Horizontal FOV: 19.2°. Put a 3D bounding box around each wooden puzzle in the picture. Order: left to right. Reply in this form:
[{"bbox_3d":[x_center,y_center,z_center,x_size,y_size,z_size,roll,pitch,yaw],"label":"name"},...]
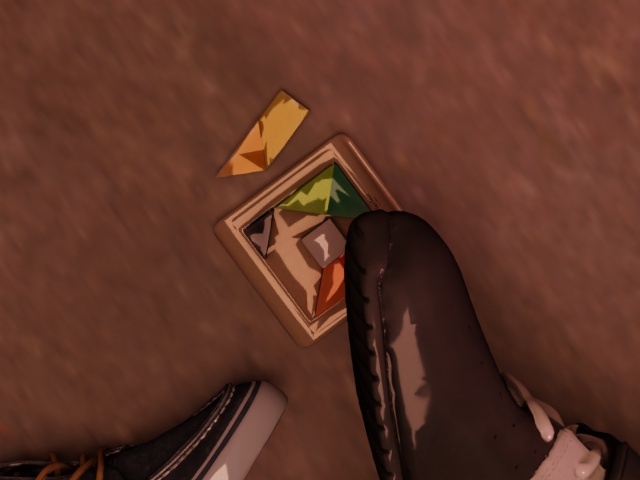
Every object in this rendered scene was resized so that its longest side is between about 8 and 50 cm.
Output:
[{"bbox_3d":[0.000,0.000,0.809,0.078,0.014,0.116,-43,95,8],"label":"wooden puzzle"}]

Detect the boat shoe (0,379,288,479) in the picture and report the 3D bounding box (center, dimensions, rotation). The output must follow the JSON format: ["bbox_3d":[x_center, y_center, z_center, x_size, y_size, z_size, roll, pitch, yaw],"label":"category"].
[{"bbox_3d":[-0.100,0.111,0.803,0.083,0.065,0.183,42,99,-5],"label":"boat shoe"}]

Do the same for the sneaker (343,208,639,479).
[{"bbox_3d":[0.106,0.125,0.775,0.146,0.122,0.330,-19,108,3],"label":"sneaker"}]
